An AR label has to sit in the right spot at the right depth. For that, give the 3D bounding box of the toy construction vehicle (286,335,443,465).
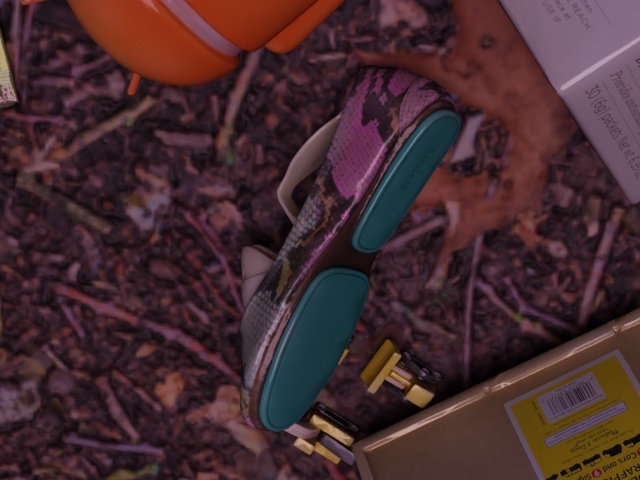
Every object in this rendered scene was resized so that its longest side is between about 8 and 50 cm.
[{"bbox_3d":[0.013,0.093,0.878,0.098,0.035,0.086,35,106,-9],"label":"toy construction vehicle"}]

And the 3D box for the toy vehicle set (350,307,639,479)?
[{"bbox_3d":[0.161,0.127,0.806,0.267,0.166,0.035,-26,131,5],"label":"toy vehicle set"}]

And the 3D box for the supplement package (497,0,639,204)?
[{"bbox_3d":[0.213,-0.183,0.672,0.293,0.177,0.175,-33,65,12],"label":"supplement package"}]

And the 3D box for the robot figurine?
[{"bbox_3d":[-0.048,-0.169,0.746,0.219,0.158,0.128,-39,85,13],"label":"robot figurine"}]

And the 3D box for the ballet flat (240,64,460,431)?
[{"bbox_3d":[0.000,0.000,0.830,0.079,0.077,0.221,32,98,31],"label":"ballet flat"}]

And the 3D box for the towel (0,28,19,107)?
[{"bbox_3d":[-0.221,-0.100,0.836,0.083,0.009,0.060,-10,107,4],"label":"towel"}]
